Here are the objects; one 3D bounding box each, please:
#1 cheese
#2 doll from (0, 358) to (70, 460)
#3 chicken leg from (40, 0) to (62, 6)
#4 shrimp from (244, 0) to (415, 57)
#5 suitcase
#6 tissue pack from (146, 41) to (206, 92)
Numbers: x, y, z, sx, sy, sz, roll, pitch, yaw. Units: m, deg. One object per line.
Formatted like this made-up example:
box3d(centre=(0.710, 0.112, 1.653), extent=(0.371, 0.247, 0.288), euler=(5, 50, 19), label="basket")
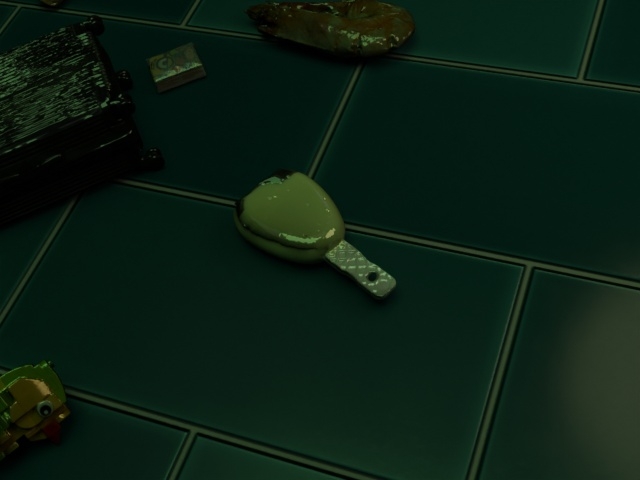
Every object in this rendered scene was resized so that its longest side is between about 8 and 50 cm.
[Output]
box3d(centre=(0.000, 0.000, 1.202), extent=(0.127, 0.054, 0.251), euler=(-41, 58, -19), label="cheese")
box3d(centre=(-0.400, 0.203, 1.090), extent=(0.186, 0.106, 0.134), euler=(-8, 85, -16), label="doll")
box3d(centre=(-0.540, -0.516, 1.653), extent=(0.087, 0.107, 0.251), euler=(-24, 60, -28), label="chicken leg")
box3d(centre=(0.011, -0.355, 1.458), extent=(0.294, 0.062, 0.154), euler=(14, 46, 17), label="shrimp")
box3d(centre=(-0.434, -0.163, 1.345), extent=(0.335, 0.152, 0.230), euler=(-24, 52, -4), label="suitcase")
box3d(centre=(-0.233, -0.280, 1.458), extent=(0.083, 0.035, 0.063), euler=(-23, 54, -6), label="tissue pack")
